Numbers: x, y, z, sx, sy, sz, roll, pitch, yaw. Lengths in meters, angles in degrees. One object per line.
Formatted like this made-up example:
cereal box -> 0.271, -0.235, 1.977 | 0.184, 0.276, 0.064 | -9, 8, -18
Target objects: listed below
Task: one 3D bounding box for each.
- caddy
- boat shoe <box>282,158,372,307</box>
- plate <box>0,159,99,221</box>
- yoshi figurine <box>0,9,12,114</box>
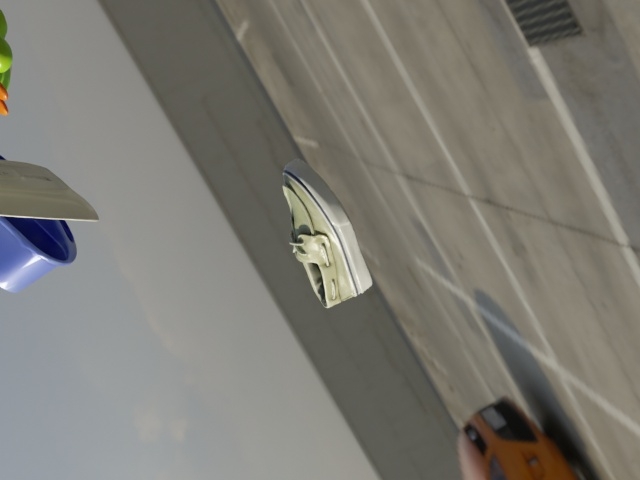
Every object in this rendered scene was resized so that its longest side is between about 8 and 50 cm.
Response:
caddy -> -0.670, -0.059, 2.080 | 0.341, 0.179, 0.241 | 48, -167, -22
boat shoe -> 0.000, 0.000, 1.594 | 0.109, 0.094, 0.302 | 38, 161, 48
plate -> -0.532, -0.094, 1.604 | 0.277, 0.277, 0.045 | 28, 110, 55
yoshi figurine -> -0.555, -0.275, 1.425 | 0.203, 0.204, 0.362 | 20, 166, -32
